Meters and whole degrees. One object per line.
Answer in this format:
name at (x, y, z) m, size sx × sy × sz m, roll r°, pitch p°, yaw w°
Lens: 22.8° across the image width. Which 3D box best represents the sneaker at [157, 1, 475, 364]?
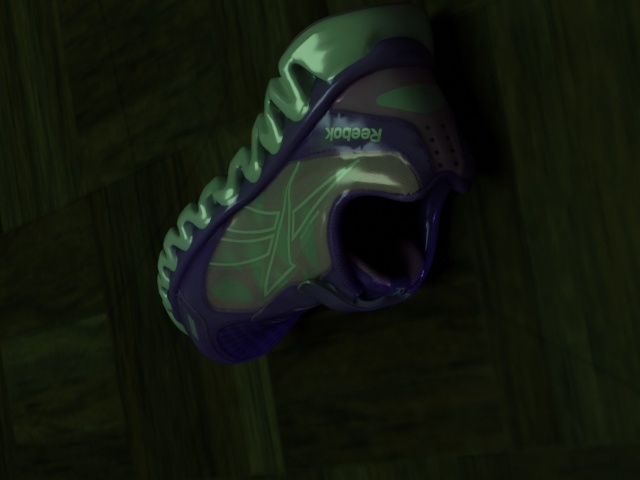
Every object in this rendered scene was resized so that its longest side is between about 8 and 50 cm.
sneaker at (0.000, 0.000, 0.763) m, size 0.104 × 0.095 × 0.236 m, roll 57°, pitch 138°, yaw 23°
